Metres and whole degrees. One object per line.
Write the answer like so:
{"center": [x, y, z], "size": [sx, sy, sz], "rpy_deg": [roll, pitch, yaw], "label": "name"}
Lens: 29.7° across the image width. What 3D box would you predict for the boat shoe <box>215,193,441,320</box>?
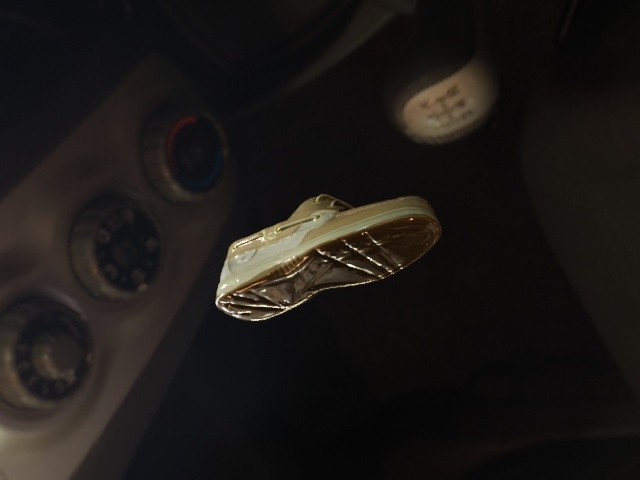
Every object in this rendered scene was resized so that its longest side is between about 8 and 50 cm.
{"center": [0.000, 0.000, 0.632], "size": [0.135, 0.045, 0.050], "rpy_deg": [-21, 144, 27], "label": "boat shoe"}
